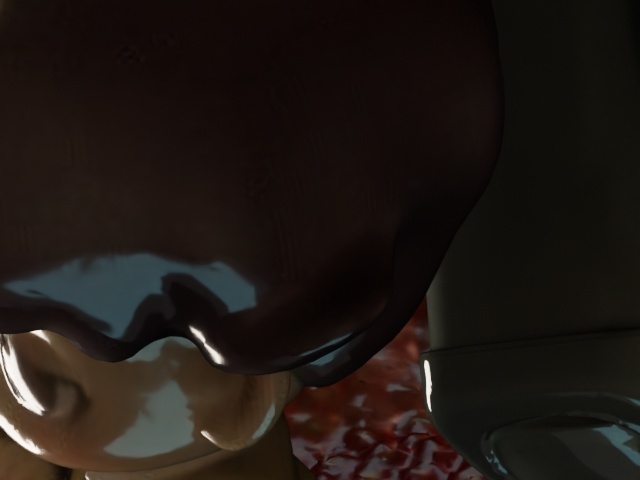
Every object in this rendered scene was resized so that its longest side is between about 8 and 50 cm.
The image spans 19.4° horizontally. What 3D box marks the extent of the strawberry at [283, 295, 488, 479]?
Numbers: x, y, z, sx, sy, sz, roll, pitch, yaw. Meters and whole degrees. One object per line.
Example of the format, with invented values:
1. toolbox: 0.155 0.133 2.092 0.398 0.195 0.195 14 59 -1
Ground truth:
1. strawberry: 0.011 0.035 0.892 0.351 0.267 0.312 11 178 25

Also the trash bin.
1. trash bin: 0.109 -0.021 0.664 0.101 0.236 0.177 -10 173 39

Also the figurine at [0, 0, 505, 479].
1. figurine: -0.067 0.028 0.586 0.206 0.365 0.218 9 -151 -3
